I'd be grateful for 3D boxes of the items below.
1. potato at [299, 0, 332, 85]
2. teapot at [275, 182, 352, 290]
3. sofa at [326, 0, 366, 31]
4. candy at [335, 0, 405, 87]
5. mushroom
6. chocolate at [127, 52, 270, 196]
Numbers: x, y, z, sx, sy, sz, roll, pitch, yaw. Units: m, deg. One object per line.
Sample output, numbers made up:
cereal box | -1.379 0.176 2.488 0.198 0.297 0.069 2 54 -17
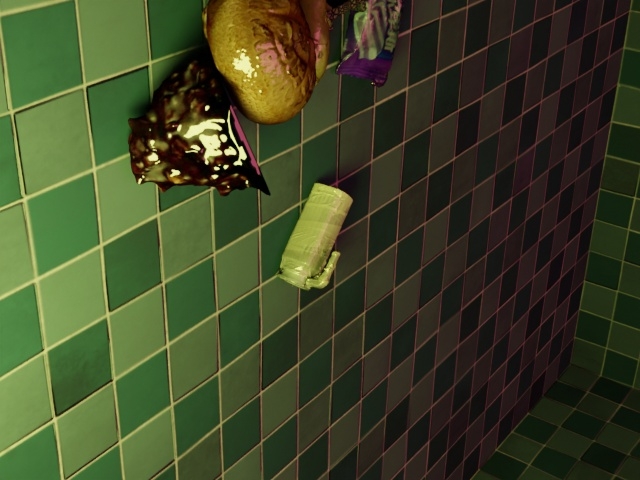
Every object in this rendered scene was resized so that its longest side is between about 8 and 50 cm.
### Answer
potato | -0.033 -0.357 1.636 0.090 0.117 0.225 -10 105 -44
teapot | 0.000 0.000 1.898 0.200 0.107 0.077 -66 152 -6
sofa | 0.026 -0.408 1.750 0.118 0.060 0.039 -40 134 -40
candy | 0.103 -0.426 1.861 0.145 0.070 0.275 -5 113 -48
mushroom | -0.089 -0.294 1.487 0.253 0.153 0.253 -12 90 -79
chocolate | -0.203 -0.148 1.487 0.177 0.206 0.224 -23 113 -3
